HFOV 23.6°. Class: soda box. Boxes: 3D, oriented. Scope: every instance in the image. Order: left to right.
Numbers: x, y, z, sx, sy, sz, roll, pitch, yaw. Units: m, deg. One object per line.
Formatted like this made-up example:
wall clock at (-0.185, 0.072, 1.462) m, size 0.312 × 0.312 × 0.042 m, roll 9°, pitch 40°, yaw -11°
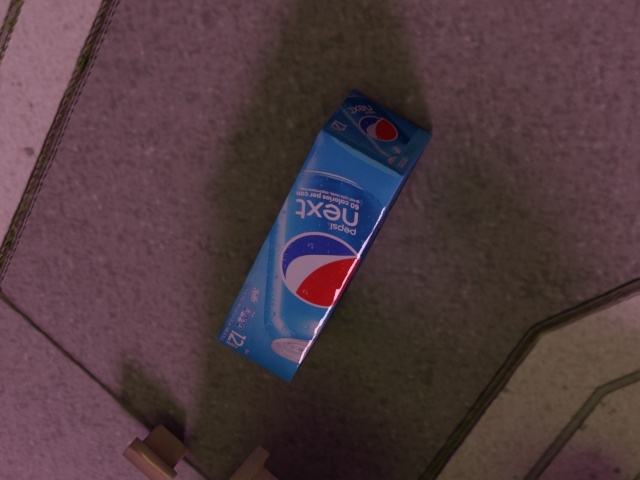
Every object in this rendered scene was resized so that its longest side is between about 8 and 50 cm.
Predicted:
soda box at (0.000, 0.000, 1.103) m, size 0.067 × 0.071 × 0.210 m, roll 30°, pitch 126°, yaw 4°

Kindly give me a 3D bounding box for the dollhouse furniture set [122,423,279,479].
dollhouse furniture set at (-0.033, 0.286, 1.130) m, size 0.355 × 0.174 × 0.303 m, roll 41°, pitch 157°, yaw 3°
